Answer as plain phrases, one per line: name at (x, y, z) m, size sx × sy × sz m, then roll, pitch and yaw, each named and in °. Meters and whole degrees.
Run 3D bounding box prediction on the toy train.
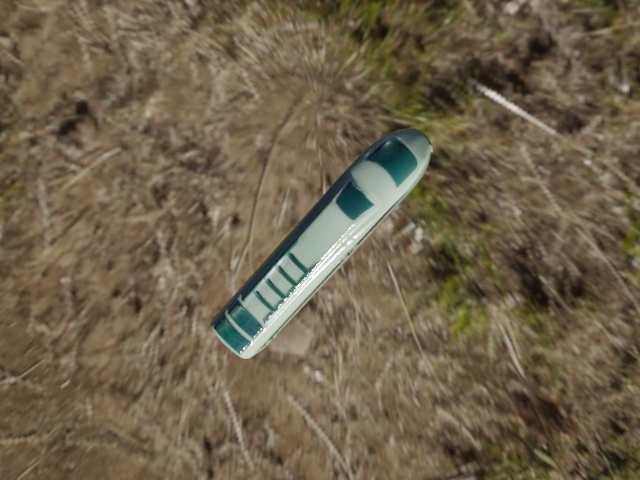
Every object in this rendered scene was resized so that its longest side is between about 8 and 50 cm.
toy train at (0.000, 0.000, 1.926) m, size 0.086 × 0.088 × 0.407 m, roll 46°, pitch 114°, yaw 8°
